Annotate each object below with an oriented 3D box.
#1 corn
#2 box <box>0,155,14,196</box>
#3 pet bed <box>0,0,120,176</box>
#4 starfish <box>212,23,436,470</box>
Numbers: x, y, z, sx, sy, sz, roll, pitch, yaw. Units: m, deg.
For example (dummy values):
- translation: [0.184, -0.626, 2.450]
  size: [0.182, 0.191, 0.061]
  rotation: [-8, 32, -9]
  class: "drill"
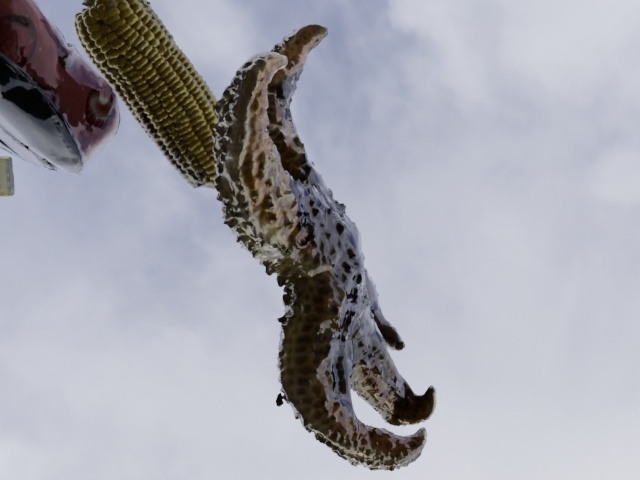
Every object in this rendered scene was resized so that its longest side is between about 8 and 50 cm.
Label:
- translation: [-0.137, -0.131, 0.969]
  size: [0.072, 0.072, 0.203]
  rotation: [-35, -74, 4]
  class: "corn"
- translation: [-0.380, -0.036, 0.862]
  size: [0.153, 0.279, 0.041]
  rotation: [-3, -83, 19]
  class: "box"
- translation: [-0.192, -0.106, 0.552]
  size: [0.201, 0.201, 0.053]
  rotation: [28, -105, 19]
  class: "pet bed"
- translation: [-0.002, 0.000, 0.561]
  size: [0.071, 0.238, 0.216]
  rotation: [-17, -126, 6]
  class: "starfish"
